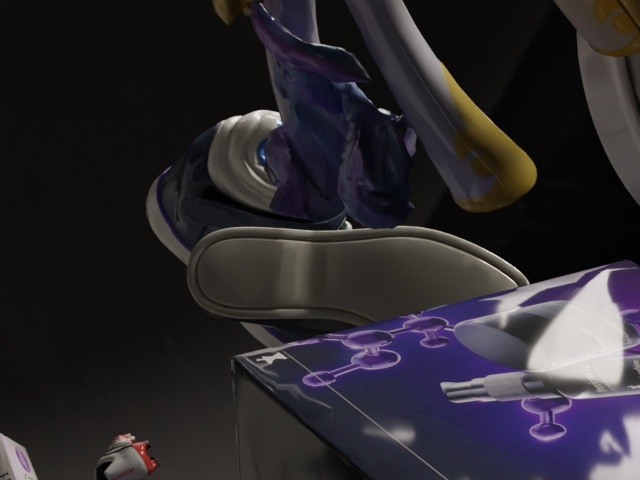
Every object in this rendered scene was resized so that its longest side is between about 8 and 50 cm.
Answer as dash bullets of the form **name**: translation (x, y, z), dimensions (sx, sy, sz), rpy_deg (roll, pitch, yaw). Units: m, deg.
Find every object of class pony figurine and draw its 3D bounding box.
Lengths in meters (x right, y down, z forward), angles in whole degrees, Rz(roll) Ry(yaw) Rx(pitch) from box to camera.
- **pony figurine**: translation (0.004, -0.179, 0.820), dimensions (0.351, 0.303, 0.363), rpy_deg (-25, 124, -2)

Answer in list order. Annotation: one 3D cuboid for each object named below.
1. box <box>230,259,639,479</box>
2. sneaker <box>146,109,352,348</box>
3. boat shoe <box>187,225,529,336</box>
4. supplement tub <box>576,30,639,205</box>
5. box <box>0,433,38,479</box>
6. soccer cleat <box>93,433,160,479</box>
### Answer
- **box**: translation (0.106, 0.105, 0.581), dimensions (0.184, 0.261, 0.103), rpy_deg (-15, 113, -23)
- **sneaker**: translation (0.000, -0.001, 1.749), dimensions (0.323, 0.236, 0.130), rpy_deg (39, 50, -19)
- **boat shoe**: translation (0.029, 0.038, 1.297), dimensions (0.079, 0.255, 0.095), rpy_deg (63, 28, -85)
- **supplement tub**: translation (0.336, -0.130, 0.995), dimensions (0.235, 0.325, 0.235), rpy_deg (18, 65, -44)
- **box**: translation (-0.253, 0.331, 1.583), dimensions (0.324, 0.063, 0.067), rpy_deg (63, 2, 26)
- **soccer cleat**: translation (-0.122, 0.135, 1.050), dimensions (0.036, 0.083, 0.029), rpy_deg (-28, 94, -18)
